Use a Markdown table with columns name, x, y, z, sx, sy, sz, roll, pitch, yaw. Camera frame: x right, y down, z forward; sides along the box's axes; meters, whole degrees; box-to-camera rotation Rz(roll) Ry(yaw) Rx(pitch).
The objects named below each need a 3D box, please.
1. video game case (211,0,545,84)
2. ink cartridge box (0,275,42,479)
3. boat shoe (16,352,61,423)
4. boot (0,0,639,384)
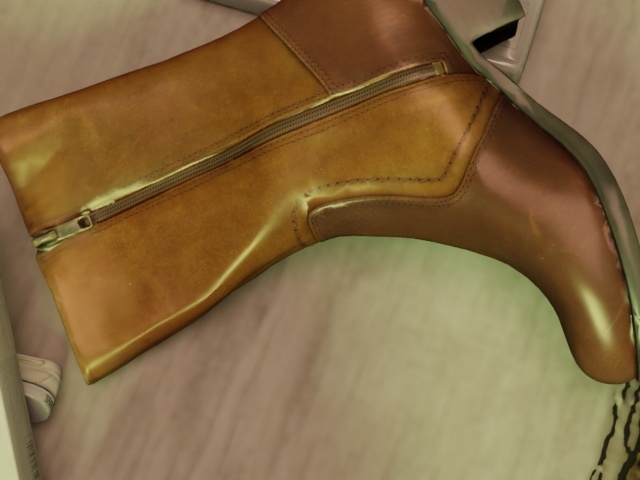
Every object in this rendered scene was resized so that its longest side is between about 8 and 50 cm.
| name | x | y | z | sx | sy | sz | roll | pitch | yaw |
| --- | --- | --- | --- | --- | --- | --- | --- | --- | --- |
| video game case | 0.031 | -0.211 | 0.842 | 0.227 | 0.026 | 0.206 | 17 | 76 | 7 |
| ink cartridge box | -0.196 | 0.076 | 0.723 | 0.097 | 0.046 | 0.207 | -11 | 92 | 3 |
| boat shoe | -0.181 | 0.065 | 0.768 | 0.100 | 0.035 | 0.035 | 10 | 47 | 8 |
| boot | 0.000 | 0.000 | 0.748 | 0.280 | 0.096 | 0.264 | -27 | 88 | 2 |
